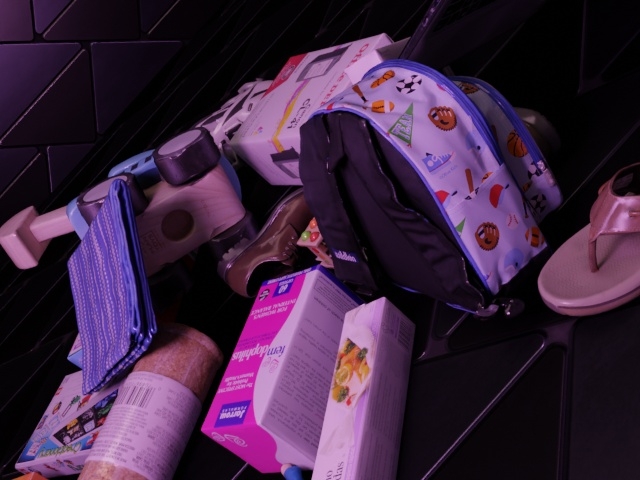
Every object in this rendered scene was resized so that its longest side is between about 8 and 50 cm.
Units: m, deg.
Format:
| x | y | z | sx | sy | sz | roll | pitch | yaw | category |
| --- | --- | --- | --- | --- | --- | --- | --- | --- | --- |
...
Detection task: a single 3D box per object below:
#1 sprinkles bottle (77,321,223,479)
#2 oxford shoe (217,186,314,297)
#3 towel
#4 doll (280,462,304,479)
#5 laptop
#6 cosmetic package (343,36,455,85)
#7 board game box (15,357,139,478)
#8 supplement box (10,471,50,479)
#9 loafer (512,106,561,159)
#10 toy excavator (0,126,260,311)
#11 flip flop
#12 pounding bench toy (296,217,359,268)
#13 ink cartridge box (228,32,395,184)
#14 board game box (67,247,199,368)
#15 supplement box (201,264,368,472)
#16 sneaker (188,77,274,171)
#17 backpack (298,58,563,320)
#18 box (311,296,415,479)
| x | y | z | sx | sy | sz | roll | pitch | yaw | category |
| --- | --- | --- | --- | --- | --- | --- | --- | --- | --- |
| -0.247 | 0.286 | 1.101 | 0.121 | 0.121 | 0.356 | -20 | 37 | 42 | sprinkles bottle |
| -0.048 | 0.004 | 1.255 | 0.227 | 0.083 | 0.096 | -47 | 49 | -2 | oxford shoe |
| -0.328 | 0.082 | 1.211 | 0.336 | 0.040 | 0.243 | -40 | 59 | 53 | towel |
| -0.060 | 0.305 | 0.881 | 0.189 | 0.046 | 0.129 | -19 | 46 | 40 | doll |
| 0.333 | -0.286 | 0.951 | 0.382 | 0.236 | 0.408 | -34 | -14 | -37 | laptop |
| 0.125 | -0.238 | 1.172 | 0.060 | 0.099 | 0.239 | -31 | 5 | 32 | cosmetic package |
| -0.382 | 0.294 | 1.362 | 0.305 | 0.053 | 0.193 | -21 | 36 | 42 | board game box |
| -0.517 | 0.449 | 1.329 | 0.233 | 0.078 | 0.080 | -27 | 33 | 35 | supplement box |
| 0.187 | -0.123 | 1.037 | 0.087 | 0.094 | 0.251 | -50 | 27 | -14 | loafer |
| -0.372 | -0.040 | 1.490 | 0.432 | 0.222 | 0.445 | -32 | 25 | -11 | toy excavator |
| 0.312 | -0.039 | 0.756 | 0.277 | 0.080 | 0.112 | -41 | 27 | 13 | flip flop |
| 0.000 | 0.000 | 1.180 | 0.083 | 0.065 | 0.052 | 4 | 56 | 58 | pounding bench toy |
| 0.006 | -0.216 | 1.391 | 0.226 | 0.131 | 0.306 | -56 | 27 | -17 | ink cartridge box |
| -0.351 | 0.084 | 1.585 | 0.242 | 0.064 | 0.317 | -30 | 32 | 32 | board game box |
| -0.034 | 0.155 | 0.974 | 0.111 | 0.114 | 0.220 | -19 | 40 | 42 | supplement box |
| -0.160 | -0.212 | 1.628 | 0.146 | 0.122 | 0.331 | 12 | 57 | 45 | sneaker |
| 0.113 | -0.068 | 0.885 | 0.213 | 0.263 | 0.276 | -48 | 25 | -20 | backpack |
| 0.042 | 0.204 | 0.845 | 0.063 | 0.067 | 0.324 | -28 | 34 | 36 | box |
